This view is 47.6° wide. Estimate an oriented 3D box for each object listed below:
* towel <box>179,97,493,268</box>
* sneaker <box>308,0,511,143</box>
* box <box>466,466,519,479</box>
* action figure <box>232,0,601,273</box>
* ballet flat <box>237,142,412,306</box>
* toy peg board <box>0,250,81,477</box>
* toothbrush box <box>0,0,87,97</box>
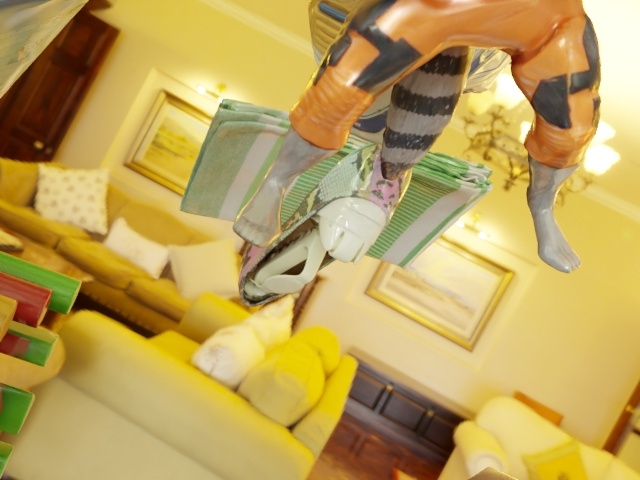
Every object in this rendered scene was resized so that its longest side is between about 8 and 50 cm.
[{"bbox_3d":[0.009,-0.055,0.882,0.325,0.038,0.248,13,-30,-15],"label":"towel"},{"bbox_3d":[0.121,-0.184,0.542,0.112,0.296,0.131,51,-15,34],"label":"sneaker"},{"bbox_3d":[0.165,0.392,0.542,0.143,0.381,0.191,-18,20,-38],"label":"box"},{"bbox_3d":[0.031,-0.157,0.360,0.341,0.330,0.178,11,26,3],"label":"action figure"},{"bbox_3d":[0.000,0.000,0.659,0.077,0.221,0.079,35,39,-24],"label":"ballet flat"},{"bbox_3d":[-0.182,0.073,0.346,0.079,0.161,0.160,22,6,-13],"label":"toy peg board"},{"bbox_3d":[-0.298,-0.139,0.452,0.296,0.216,0.126,-15,-75,52],"label":"toothbrush box"}]
